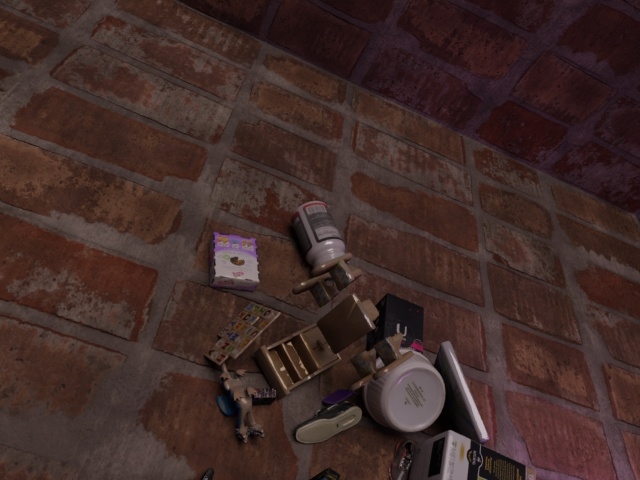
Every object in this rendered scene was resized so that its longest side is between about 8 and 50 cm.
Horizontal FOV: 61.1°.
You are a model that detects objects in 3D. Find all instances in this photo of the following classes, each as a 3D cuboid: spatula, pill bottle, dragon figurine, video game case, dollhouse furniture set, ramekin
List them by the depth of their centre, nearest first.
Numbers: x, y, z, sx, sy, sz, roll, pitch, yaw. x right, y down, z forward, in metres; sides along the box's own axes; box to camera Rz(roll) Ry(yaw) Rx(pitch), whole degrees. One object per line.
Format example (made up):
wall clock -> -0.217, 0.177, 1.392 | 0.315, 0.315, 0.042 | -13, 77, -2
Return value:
dragon figurine -> -0.257, 0.465, 1.618 | 0.085, 0.144, 0.289 | -12, 41, -35
dollhouse furniture set -> 0.006, 0.307, 1.674 | 0.256, 0.394, 0.362 | -20, 73, -40
ramekin -> 0.283, 0.500, 1.775 | 0.272, 0.127, 0.273 | -1, 94, -17
video game case -> 0.460, 0.547, 1.832 | 0.036, 0.300, 0.329 | -13, 56, -5
spatula -> 0.136, 0.512, 1.834 | 0.296, 0.084, 0.030 | 2, 82, -38
pill bottle -> 0.000, 0.000, 2.118 | 0.161, 0.161, 0.283 | -2, 55, -32

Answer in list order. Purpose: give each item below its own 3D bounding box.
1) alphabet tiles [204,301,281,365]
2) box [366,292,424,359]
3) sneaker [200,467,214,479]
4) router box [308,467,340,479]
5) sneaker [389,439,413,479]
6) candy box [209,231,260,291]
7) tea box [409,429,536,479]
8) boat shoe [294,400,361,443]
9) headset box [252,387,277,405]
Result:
alphabet tiles -> -0.255, 0.291, 1.702 | 0.237, 0.198, 0.009 | -43, 116, -23
box -> 0.273, 0.355, 1.984 | 0.165, 0.143, 0.270 | 23, 44, -12
sneaker -> -0.298, 0.696, 1.423 | 0.089, 0.051, 0.170 | 31, 49, -4
router box -> -0.022, 0.711, 1.476 | 0.046, 0.179, 0.133 | 34, 44, -3
sneaker -> 0.264, 0.705, 1.731 | 0.061, 0.065, 0.158 | 27, 44, -7
candy box -> -0.310, 0.077, 1.935 | 0.164, 0.070, 0.196 | 10, 48, -23
tea box -> 0.441, 0.804, 1.619 | 0.323, 0.220, 0.329 | 27, 51, -6
boat shoe -> 0.015, 0.571, 1.711 | 0.233, 0.084, 0.079 | -13, 24, -30
headset box -> -0.183, 0.481, 1.665 | 0.083, 0.062, 0.032 | 6, 50, -25
